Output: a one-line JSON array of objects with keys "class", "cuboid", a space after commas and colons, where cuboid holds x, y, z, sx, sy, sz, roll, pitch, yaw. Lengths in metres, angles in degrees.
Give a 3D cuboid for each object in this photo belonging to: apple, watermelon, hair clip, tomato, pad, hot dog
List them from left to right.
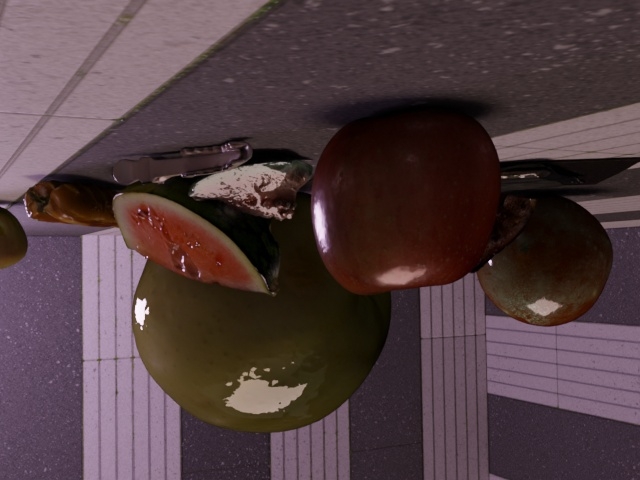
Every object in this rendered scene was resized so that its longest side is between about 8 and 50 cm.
[{"class": "hot dog", "cuboid": [-0.386, -0.056, 1.286, 0.115, 0.072, 0.269, -2, 179, 7]}, {"class": "hair clip", "cuboid": [-0.149, -0.091, 0.945, 0.226, 0.034, 0.072, -5, 180, 38]}, {"class": "watermelon", "cuboid": [-0.169, -0.043, 1.105, 0.304, 0.159, 0.128, 13, -132, 37]}, {"class": "watermelon", "cuboid": [-0.084, -0.074, 0.989, 0.155, 0.080, 0.101, 9, 173, -7]}, {"class": "apple", "cuboid": [-0.096, 0.125, 1.442, 0.474, 0.473, 0.473, -1, 178, 0]}, {"class": "apple", "cuboid": [0.081, -0.037, 0.747, 0.181, 0.168, 0.181, -5, 174, -1]}, {"class": "pad", "cuboid": [0.290, -0.092, 1.204, 0.174, 0.022, 0.233, -3, 178, 32]}, {"class": "tomato", "cuboid": [0.443, 0.035, 1.596, 0.270, 0.270, 0.223, -2, 163, 28]}, {"class": "pad", "cuboid": [0.355, -0.103, 1.251, 0.220, 0.004, 0.330, -1, 178, 7]}]

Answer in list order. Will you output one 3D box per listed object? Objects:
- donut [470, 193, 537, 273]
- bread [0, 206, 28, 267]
[{"class": "donut", "cuboid": [0.267, -0.027, 1.456, 0.295, 0.151, 0.112, 2, -164, -42]}, {"class": "bread", "cuboid": [-0.684, -0.010, 1.623, 0.156, 0.158, 0.261, -11, -178, -25]}]
